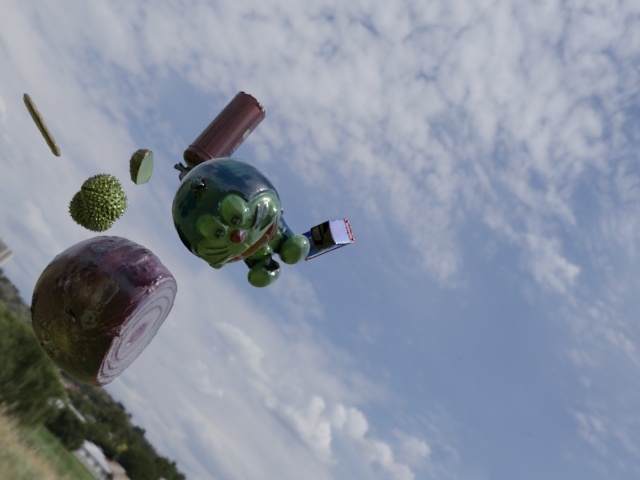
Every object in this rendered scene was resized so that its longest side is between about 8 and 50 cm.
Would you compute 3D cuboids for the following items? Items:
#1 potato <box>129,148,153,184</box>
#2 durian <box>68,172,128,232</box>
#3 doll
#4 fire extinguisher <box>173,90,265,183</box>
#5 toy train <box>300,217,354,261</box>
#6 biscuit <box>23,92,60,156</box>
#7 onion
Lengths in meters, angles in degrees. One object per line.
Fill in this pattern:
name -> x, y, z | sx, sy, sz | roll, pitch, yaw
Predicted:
potato -> -0.588, -0.238, 2.329 | 0.054, 0.120, 0.198 | 23, -8, -2
durian -> -0.636, -0.097, 2.055 | 0.146, 0.159, 0.198 | 31, -50, -3
doll -> -0.159, -0.037, 1.342 | 0.186, 0.198, 0.322 | 53, -1, 29
fire extinguisher -> -0.271, -0.245, 1.949 | 0.147, 0.337, 0.106 | 35, -21, 4
toy train -> 0.000, 0.000, 2.179 | 0.203, 0.131, 0.083 | -23, -99, 38
biscuit -> -0.582, -0.240, 1.496 | 0.147, 0.018, 0.071 | 63, -21, -6
onion -> -0.473, 0.125, 1.533 | 0.260, 0.282, 0.337 | 37, -50, 11
